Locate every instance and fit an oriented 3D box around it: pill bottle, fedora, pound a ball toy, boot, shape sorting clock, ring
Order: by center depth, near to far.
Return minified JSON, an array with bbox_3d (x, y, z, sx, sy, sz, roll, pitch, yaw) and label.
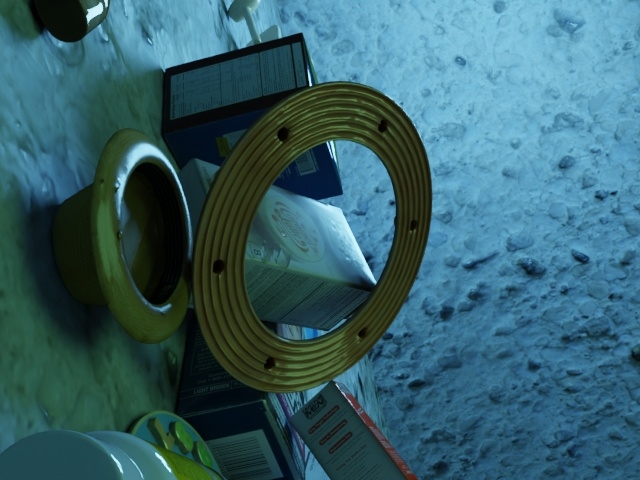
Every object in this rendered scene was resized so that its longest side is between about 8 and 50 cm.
[{"bbox_3d":[-0.131,0.193,0.515,0.208,0.119,0.119,64,15,-63],"label":"pill bottle"},{"bbox_3d":[-0.175,-0.001,0.671,0.194,0.079,0.194,-8,90,-78],"label":"fedora"},{"bbox_3d":[-0.241,-0.297,0.716,0.152,0.072,0.197,-91,178,-54],"label":"boot"},{"bbox_3d":[-0.123,0.257,0.720,0.206,0.040,0.206,-19,90,-80],"label":"shape sorting clock"},{"bbox_3d":[0.000,0.000,0.820,0.032,0.336,0.337,22,-41,44],"label":"ring"},{"bbox_3d":[-0.123,-0.346,1.628,0.208,0.135,0.319,37,34,-39],"label":"pound a ball toy"}]

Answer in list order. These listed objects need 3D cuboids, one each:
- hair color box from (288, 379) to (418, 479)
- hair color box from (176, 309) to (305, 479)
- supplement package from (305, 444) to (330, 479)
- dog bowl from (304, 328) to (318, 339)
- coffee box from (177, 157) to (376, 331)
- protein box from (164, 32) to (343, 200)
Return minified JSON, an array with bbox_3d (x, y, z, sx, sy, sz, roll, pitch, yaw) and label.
[{"bbox_3d":[0.035,0.231,0.855,0.141,0.072,0.043,50,7,26],"label":"hair color box"},{"bbox_3d":[-0.089,0.142,0.998,0.347,0.105,0.174,-94,169,-54],"label":"hair color box"},{"bbox_3d":[0.002,0.407,1.094,0.262,0.145,0.204,-45,122,-81],"label":"supplement package"},{"bbox_3d":[-0.065,0.135,1.335,0.297,0.074,0.166,29,49,-80],"label":"dog bowl"},{"bbox_3d":[-0.063,0.013,0.907,0.246,0.098,0.141,16,41,-47],"label":"coffee box"},{"bbox_3d":[-0.091,-0.152,1.096,0.200,0.201,0.136,69,11,-52],"label":"protein box"}]
